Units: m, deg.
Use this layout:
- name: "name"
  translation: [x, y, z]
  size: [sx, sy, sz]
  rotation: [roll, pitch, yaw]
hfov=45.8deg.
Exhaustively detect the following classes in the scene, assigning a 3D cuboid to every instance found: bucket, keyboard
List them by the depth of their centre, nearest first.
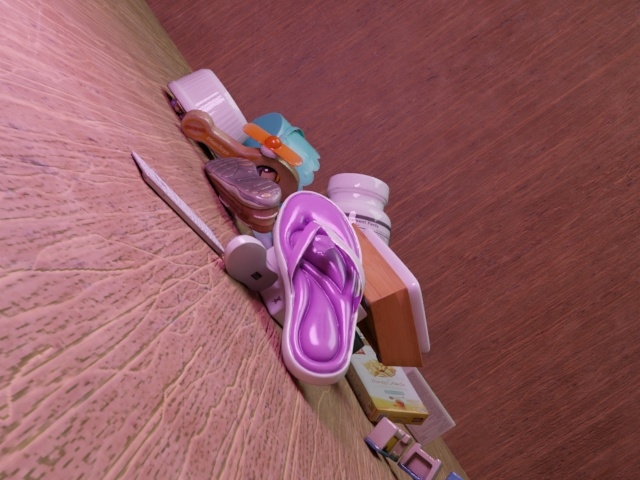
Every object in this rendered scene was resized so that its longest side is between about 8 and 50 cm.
- name: "keyboard"
  translation: [-0.234, -0.058, 1.275]
  size: [0.072, 0.014, 0.256]
  rotation: [58, 3, 38]
- name: "bucket"
  translation: [-0.156, -0.244, 2.318]
  size: [0.183, 0.281, 0.281]
  rotation: [48, 7, -32]

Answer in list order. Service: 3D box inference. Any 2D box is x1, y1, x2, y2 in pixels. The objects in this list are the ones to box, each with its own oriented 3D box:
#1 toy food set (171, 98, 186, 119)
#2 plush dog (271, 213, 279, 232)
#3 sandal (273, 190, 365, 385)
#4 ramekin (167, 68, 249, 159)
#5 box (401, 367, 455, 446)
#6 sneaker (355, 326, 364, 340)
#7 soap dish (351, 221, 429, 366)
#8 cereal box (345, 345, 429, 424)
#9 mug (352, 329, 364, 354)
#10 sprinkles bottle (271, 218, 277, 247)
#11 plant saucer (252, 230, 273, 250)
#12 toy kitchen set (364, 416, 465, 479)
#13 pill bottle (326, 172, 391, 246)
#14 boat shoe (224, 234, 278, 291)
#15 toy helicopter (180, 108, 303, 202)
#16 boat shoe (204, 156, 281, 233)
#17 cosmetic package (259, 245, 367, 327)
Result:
- name: "toy food set"
  translation: [-0.387, -0.354, 2.090]
  size: [0.078, 0.019, 0.122]
  rotation: [56, -5, -11]
- name: "plush dog"
  translation: [0.000, 0.000, 2.251]
  size: [0.210, 0.225, 0.262]
  rotation: [63, 8, 18]
- name: "sandal"
  translation: [0.010, 0.060, 1.366]
  size: [0.102, 0.169, 0.416]
  rotation: [114, -23, -50]
- name: "ramekin"
  translation: [-0.307, -0.363, 2.151]
  size: [0.272, 0.127, 0.273]
  rotation: [55, -3, 5]
- name: "box"
  translation: [0.309, 0.529, 2.539]
  size: [0.311, 0.148, 0.121]
  rotation: [56, 2, -27]
- name: "sneaker"
  translation: [0.087, 0.283, 2.428]
  size: [0.152, 0.061, 0.053]
  rotation: [52, 6, -35]
- name: "soap dish"
  translation: [0.126, 0.125, 1.695]
  size: [0.291, 0.118, 0.228]
  rotation: [-125, -163, -54]
- name: "cereal box"
  translation: [0.153, 0.363, 1.933]
  size: [0.173, 0.047, 0.240]
  rotation: [12, 30, -33]
- name: "mug"
  translation: [0.029, 0.219, 1.740]
  size: [0.129, 0.097, 0.158]
  rotation: [57, 2, 27]
- name: "sprinkles bottle"
  translation: [-0.061, 0.025, 1.830]
  size: [0.121, 0.121, 0.355]
  rotation: [55, 9, -15]
- name: "plant saucer"
  translation: [-0.121, 0.027, 2.051]
  size: [0.195, 0.037, 0.195]
  rotation: [55, 2, -3]
- name: "toy kitchen set"
  translation: [0.191, 0.490, 1.578]
  size: [0.207, 0.122, 0.166]
  rotation: [34, -8, 29]
- name: "pill bottle"
  translation: [0.079, 0.018, 2.053]
  size: [0.210, 0.210, 0.362]
  rotation: [50, 47, -67]
- name: "boat shoe"
  translation: [-0.136, 0.030, 1.373]
  size: [0.070, 0.078, 0.219]
  rotation: [58, -5, 22]
- name: "toy helicopter"
  translation: [-0.201, -0.224, 1.968]
  size: [0.355, 0.235, 0.140]
  rotation: [36, 43, -22]
- name: "boat shoe"
  translation: [-0.195, -0.111, 1.811]
  size: [0.324, 0.123, 0.116]
  rotation: [-135, -139, -55]
- name: "cosmetic package"
  translation: [-0.027, 0.102, 1.554]
  size: [0.183, 0.151, 0.151]
  rotation: [53, 4, -48]
